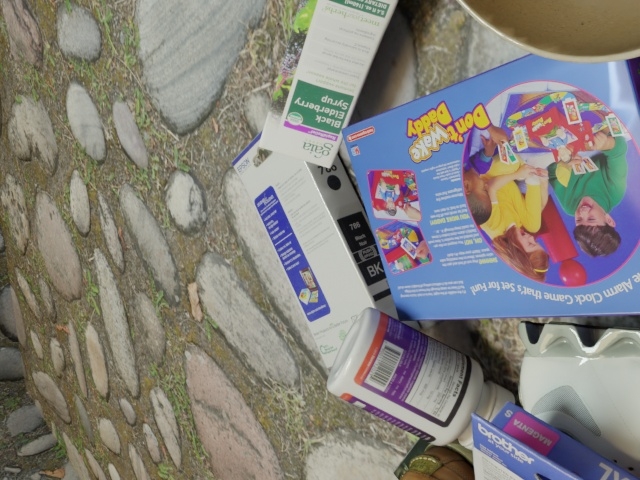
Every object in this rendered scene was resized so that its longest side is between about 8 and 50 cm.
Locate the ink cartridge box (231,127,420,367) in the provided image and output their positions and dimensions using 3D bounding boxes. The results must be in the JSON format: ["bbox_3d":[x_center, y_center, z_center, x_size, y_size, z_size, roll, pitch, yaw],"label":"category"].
[{"bbox_3d":[0.000,0.000,0.971,0.165,0.065,0.333,-32,82,55],"label":"ink cartridge box"}]

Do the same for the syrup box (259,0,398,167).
[{"bbox_3d":[0.007,-0.204,0.801,0.096,0.093,0.237,-81,10,-46],"label":"syrup box"}]

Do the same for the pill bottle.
[{"bbox_3d":[0.115,0.163,0.802,0.193,0.108,0.108,28,138,-3],"label":"pill bottle"}]

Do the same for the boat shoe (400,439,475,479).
[{"bbox_3d":[0.211,0.368,0.808,0.307,0.104,0.111,44,139,15],"label":"boat shoe"}]

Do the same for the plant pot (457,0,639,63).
[{"bbox_3d":[0.204,-0.275,0.431,0.284,0.191,0.284,42,148,34],"label":"plant pot"}]

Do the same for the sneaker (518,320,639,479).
[{"bbox_3d":[0.298,0.141,0.558,0.330,0.122,0.146,-9,71,58],"label":"sneaker"}]

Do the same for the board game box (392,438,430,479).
[{"bbox_3d":[0.171,0.308,0.928,0.126,0.026,0.186,49,140,25],"label":"board game box"}]

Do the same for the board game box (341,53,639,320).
[{"bbox_3d":[0.182,-0.045,0.691,0.347,0.078,0.233,-10,99,55],"label":"board game box"}]

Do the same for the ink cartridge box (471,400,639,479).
[{"bbox_3d":[0.222,0.255,0.597,0.186,0.065,0.311,28,150,36],"label":"ink cartridge box"}]
